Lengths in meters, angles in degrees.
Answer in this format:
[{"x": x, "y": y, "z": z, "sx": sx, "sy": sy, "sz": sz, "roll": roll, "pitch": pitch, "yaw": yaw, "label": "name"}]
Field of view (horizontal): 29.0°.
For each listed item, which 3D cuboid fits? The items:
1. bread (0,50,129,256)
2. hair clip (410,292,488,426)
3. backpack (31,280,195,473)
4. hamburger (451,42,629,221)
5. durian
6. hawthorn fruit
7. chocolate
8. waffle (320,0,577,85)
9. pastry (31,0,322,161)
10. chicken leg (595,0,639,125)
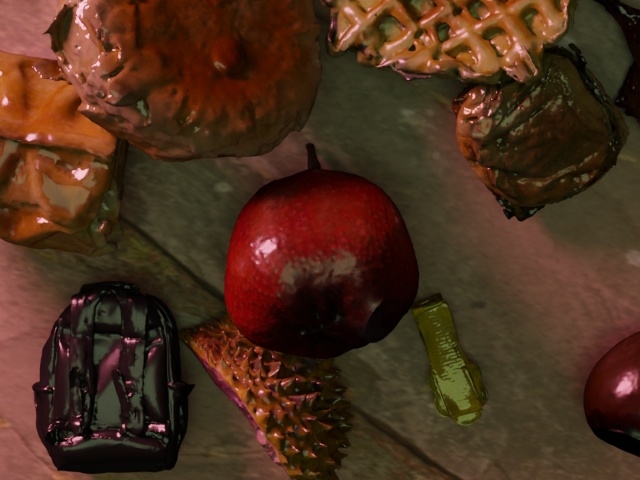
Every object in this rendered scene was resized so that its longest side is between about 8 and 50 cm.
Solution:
[{"x": -0.347, "y": -0.106, "z": 1.451, "sx": 0.252, "sy": 0.196, "sz": 0.238, "roll": 4, "pitch": 105, "yaw": -3, "label": "bread"}, {"x": 0.161, "y": 0.156, "z": 1.578, "sx": 0.072, "sy": 0.046, "sz": 0.173, "roll": -22, "pitch": 101, "yaw": 9, "label": "hair clip"}, {"x": -0.261, "y": 0.176, "z": 1.559, "sx": 0.206, "sy": 0.133, "sz": 0.258, "roll": 1, "pitch": 97, "yaw": -2, "label": "backpack"}, {"x": 0.258, "y": -0.138, "z": 1.480, "sx": 0.183, "sy": 0.130, "sz": 0.206, "roll": -33, "pitch": 119, "yaw": 10, "label": "hamburger"}, {"x": -0.047, "y": 0.209, "z": 1.547, "sx": 0.154, "sy": 0.186, "sz": 0.260, "roll": -35, "pitch": 114, "yaw": 15, "label": "durian"}, {"x": 0.000, "y": 0.000, "z": 1.471, "sx": 0.230, "sy": 0.210, "sz": 0.266, "roll": -3, "pitch": 71, "yaw": 7, "label": "hawthorn fruit"}, {"x": 0.417, "y": 0.187, "z": 1.537, "sx": 0.177, "sy": 0.177, "sz": 0.177, "roll": 0, "pitch": 104, "yaw": 1, "label": "chocolate"}, {"x": 0.153, "y": -0.320, "z": 1.413, "sx": 0.317, "sy": 0.073, "sz": 0.297, "roll": 12, "pitch": 88, "yaw": 12, "label": "waffle"}, {"x": -0.141, "y": -0.226, "z": 1.390, "sx": 0.330, "sy": 0.136, "sz": 0.329, "roll": 9, "pitch": 74, "yaw": -31, "label": "pastry"}, {"x": 0.390, "y": -0.216, "z": 1.486, "sx": 0.093, "sy": 0.053, "sz": 0.205, "roll": -11, "pitch": 100, "yaw": 19, "label": "chicken leg"}]
